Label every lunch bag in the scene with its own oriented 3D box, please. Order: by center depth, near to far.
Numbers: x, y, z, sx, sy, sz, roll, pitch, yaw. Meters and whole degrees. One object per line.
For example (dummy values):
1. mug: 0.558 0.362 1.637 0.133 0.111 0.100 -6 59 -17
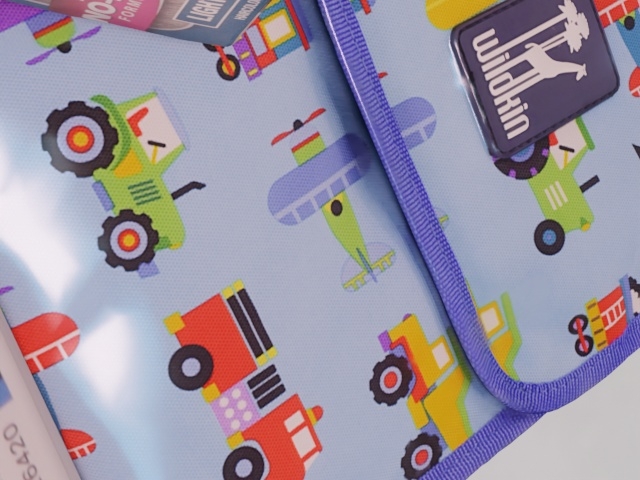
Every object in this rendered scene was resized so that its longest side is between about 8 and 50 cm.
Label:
1. lunch bag: 0.016 -0.036 0.486 0.293 0.138 0.221 -31 104 -16

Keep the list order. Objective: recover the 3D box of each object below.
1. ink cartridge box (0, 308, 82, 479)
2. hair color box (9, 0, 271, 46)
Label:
1. ink cartridge box: -0.198 0.102 0.450 0.307 0.072 0.303 -11 110 33
2. hair color box: -0.023 -0.241 0.334 0.105 0.174 0.347 11 77 -16
